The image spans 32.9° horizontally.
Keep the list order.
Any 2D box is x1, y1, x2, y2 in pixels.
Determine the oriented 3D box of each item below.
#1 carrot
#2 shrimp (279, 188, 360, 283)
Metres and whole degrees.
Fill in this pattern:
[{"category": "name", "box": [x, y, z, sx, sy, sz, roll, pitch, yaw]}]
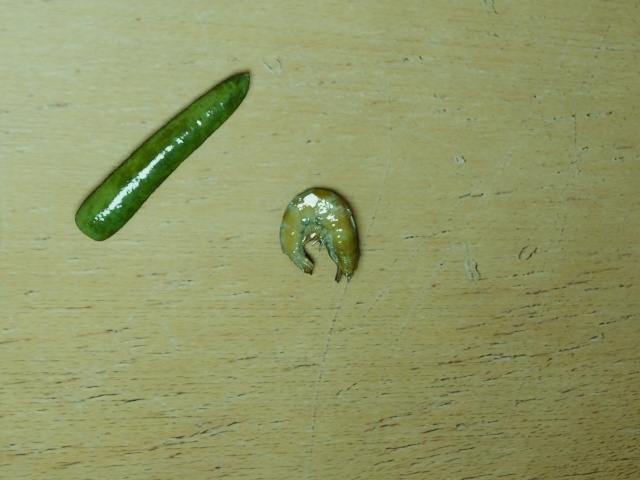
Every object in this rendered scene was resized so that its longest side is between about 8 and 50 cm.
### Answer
[{"category": "carrot", "box": [-0.242, -0.136, 1.692, 0.358, 0.074, 0.074, -43, 118, 2]}, {"category": "shrimp", "box": [0.001, -0.002, 1.846, 0.132, 0.052, 0.188, -17, 112, 11]}]
